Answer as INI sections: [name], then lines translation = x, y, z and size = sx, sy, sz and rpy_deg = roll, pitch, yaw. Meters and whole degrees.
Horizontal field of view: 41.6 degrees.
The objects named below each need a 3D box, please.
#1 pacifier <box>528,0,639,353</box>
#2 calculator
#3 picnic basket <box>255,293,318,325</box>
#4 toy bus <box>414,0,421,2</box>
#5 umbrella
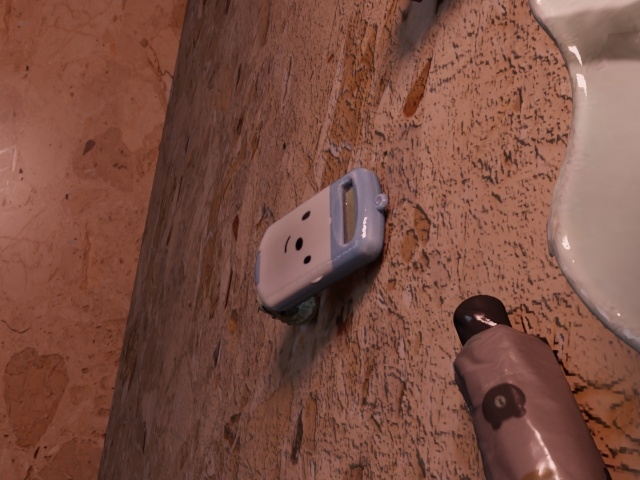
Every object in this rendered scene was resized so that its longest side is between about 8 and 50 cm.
[pacifier]
translation = 0.176, -0.121, 0.306
size = 0.288, 0.269, 0.343
rpy_deg = -23, 57, 36
[calculator]
translation = 0.000, 0.000, 0.953
size = 0.210, 0.039, 0.121
rpy_deg = -32, 46, 38
[picnic basket]
translation = -0.043, 0.073, 1.043
size = 0.065, 0.083, 0.083
rpy_deg = -49, -26, -17
[toy bus]
translation = 0.116, -0.321, 0.828
size = 0.178, 0.087, 0.098
rpy_deg = 142, 130, -58
[umbrella]
translation = 0.140, 0.156, 0.509
size = 0.073, 0.067, 0.337
rpy_deg = -53, 29, 29
